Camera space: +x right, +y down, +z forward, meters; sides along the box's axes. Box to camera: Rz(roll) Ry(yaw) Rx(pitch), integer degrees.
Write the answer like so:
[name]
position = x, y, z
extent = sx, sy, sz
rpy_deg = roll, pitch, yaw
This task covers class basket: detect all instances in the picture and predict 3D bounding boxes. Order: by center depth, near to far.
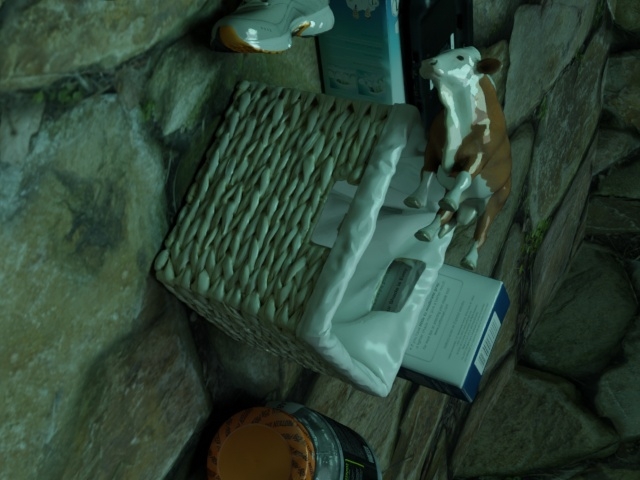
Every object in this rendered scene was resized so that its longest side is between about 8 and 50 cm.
[basket]
position = 0.000, 0.000, 1.378
extent = 0.328, 0.266, 0.331
rpy_deg = -67, 154, -13

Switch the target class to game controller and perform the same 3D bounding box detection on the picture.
[game controller]
position = 0.182, -0.290, 1.538
extent = 0.166, 0.067, 0.319
rpy_deg = -43, 145, -27

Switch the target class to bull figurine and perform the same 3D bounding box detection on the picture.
[bull figurine]
position = 0.179, -0.100, 1.262
extent = 0.188, 0.101, 0.310
rpy_deg = -63, 151, -16

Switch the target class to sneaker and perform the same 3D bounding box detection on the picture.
[sneaker]
position = -0.065, -0.308, 1.269
extent = 0.262, 0.099, 0.121
rpy_deg = -45, 136, -59

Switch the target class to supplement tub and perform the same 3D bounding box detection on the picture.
[supplement tub]
position = -0.039, 0.374, 1.609
extent = 0.207, 0.207, 0.338
rpy_deg = -68, 155, -11

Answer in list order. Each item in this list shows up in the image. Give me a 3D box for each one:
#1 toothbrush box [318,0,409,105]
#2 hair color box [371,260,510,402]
[toothbrush box]
position = 0.102, -0.318, 1.554
extent = 0.216, 0.126, 0.295
rpy_deg = -56, 150, -36
[hair color box]
position = 0.096, 0.104, 1.546
extent = 0.174, 0.347, 0.105
rpy_deg = -65, 156, -14
